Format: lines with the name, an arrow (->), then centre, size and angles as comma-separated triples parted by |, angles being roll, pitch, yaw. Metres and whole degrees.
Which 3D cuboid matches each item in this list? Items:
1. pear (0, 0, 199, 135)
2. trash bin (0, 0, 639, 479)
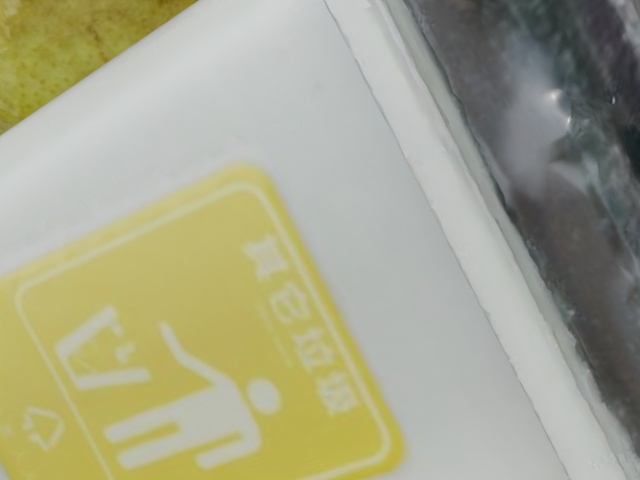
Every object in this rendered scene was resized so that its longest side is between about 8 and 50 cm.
pear -> -0.117, -0.178, 0.782 | 0.304, 0.304, 0.304 | -27, 51, 39
trash bin -> 0.000, 0.000, 0.602 | 0.367, 0.256, 0.296 | -25, 8, 29
